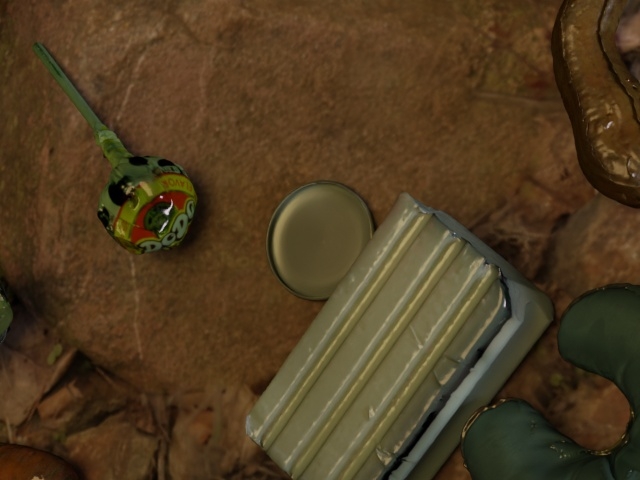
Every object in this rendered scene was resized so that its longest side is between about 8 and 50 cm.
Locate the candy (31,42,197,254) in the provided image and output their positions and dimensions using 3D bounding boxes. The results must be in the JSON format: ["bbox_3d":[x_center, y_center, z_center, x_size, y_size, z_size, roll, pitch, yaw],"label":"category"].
[{"bbox_3d":[-0.220,-0.101,1.342,0.091,0.083,0.305,-33,56,-12],"label":"candy"}]

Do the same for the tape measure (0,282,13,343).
[{"bbox_3d":[-0.385,0.094,1.350,0.178,0.154,0.087,-21,73,-7],"label":"tape measure"}]

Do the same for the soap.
[{"bbox_3d":[0.062,0.110,1.141,0.150,0.094,0.261,43,104,33],"label":"soap"}]

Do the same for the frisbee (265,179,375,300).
[{"bbox_3d":[0.000,0.000,1.232,0.110,0.014,0.110,-5,79,27],"label":"frisbee"}]

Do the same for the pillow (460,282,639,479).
[{"bbox_3d":[0.225,0.138,1.032,0.233,0.086,0.214,-52,48,1],"label":"pillow"}]

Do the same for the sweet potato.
[{"bbox_3d":[0.230,-0.132,1.102,0.081,0.062,0.233,-10,74,12],"label":"sweet potato"}]

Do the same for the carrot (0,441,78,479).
[{"bbox_3d":[-0.316,0.224,1.345,0.186,0.060,0.060,7,86,30],"label":"carrot"}]
